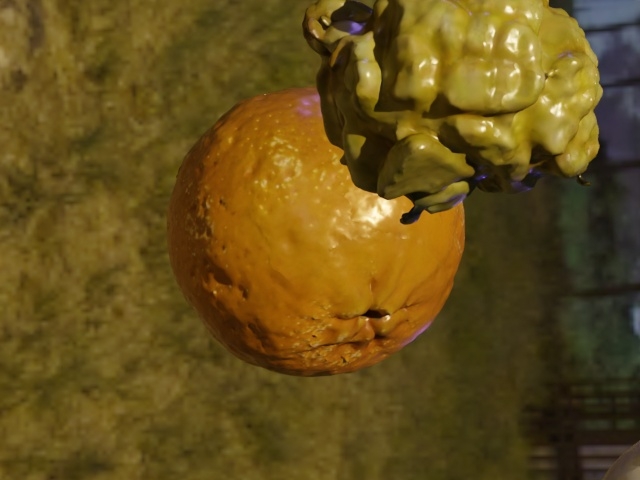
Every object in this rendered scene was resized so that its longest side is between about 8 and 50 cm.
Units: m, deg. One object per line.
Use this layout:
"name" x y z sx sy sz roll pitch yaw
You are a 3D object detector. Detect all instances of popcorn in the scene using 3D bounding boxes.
"popcorn" 0.090 -0.101 0.942 0.218 0.189 0.169 140 -59 -79

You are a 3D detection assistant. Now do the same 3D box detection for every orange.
"orange" 0.000 0.000 1.505 0.340 0.341 0.293 79 -11 -48

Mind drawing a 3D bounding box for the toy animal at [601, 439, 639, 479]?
"toy animal" 0.326 0.265 0.973 0.174 0.289 0.249 9 85 -51
